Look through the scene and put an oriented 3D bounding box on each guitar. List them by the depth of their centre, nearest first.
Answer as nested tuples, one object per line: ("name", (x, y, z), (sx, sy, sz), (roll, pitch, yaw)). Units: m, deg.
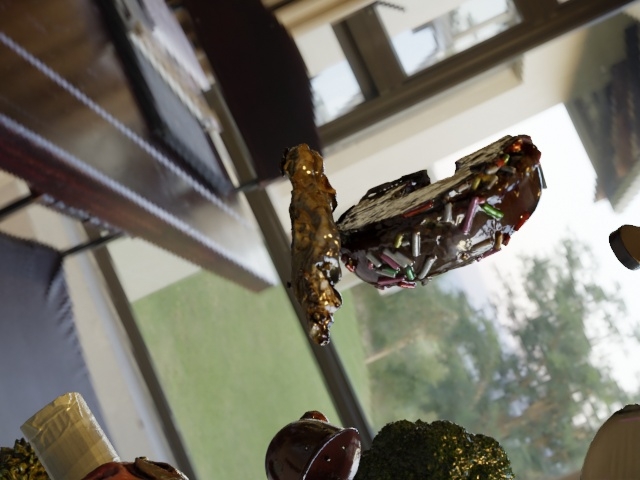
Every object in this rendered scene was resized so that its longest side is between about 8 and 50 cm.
("guitar", (0.637, -0.006, 1.992), (0.038, 0.271, 0.084), (-45, -116, 50))

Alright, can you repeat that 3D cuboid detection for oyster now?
("oyster", (-0.001, -0.002, 1.543), (0.129, 0.078, 0.345), (57, 22, -47))

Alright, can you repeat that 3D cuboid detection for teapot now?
("teapot", (-0.247, 0.269, 1.241), (0.200, 0.107, 0.077), (56, -1, 10))

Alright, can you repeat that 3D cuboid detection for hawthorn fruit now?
("hawthorn fruit", (-0.014, 0.369, 2.124), (0.077, 0.077, 0.077), (-25, 90, -85))

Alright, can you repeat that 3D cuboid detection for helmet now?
("helmet", (-0.020, 0.326, 1.615), (0.106, 0.155, 0.175), (27, 12, 31))

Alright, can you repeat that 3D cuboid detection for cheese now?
("cheese", (0.297, 0.265, 0.998), (0.064, 0.137, 0.228), (26, 63, -26))

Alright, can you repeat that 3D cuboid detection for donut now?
("donut", (0.171, -0.030, 1.599), (0.136, 0.345, 0.259), (60, 25, -13))

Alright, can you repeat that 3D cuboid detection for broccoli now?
("broccoli", (0.200, 0.449, 1.838), (0.321, 0.303, 0.284), (-52, 144, -46))

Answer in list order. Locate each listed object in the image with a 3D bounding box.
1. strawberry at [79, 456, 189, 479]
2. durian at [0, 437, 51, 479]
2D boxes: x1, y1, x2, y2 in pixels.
("strawberry", (-0.209, 0.371, 1.026), (0.265, 0.149, 0.336), (-117, -137, -55))
("durian", (-0.485, 0.458, 1.725), (0.225, 0.291, 0.291), (55, 12, -65))
